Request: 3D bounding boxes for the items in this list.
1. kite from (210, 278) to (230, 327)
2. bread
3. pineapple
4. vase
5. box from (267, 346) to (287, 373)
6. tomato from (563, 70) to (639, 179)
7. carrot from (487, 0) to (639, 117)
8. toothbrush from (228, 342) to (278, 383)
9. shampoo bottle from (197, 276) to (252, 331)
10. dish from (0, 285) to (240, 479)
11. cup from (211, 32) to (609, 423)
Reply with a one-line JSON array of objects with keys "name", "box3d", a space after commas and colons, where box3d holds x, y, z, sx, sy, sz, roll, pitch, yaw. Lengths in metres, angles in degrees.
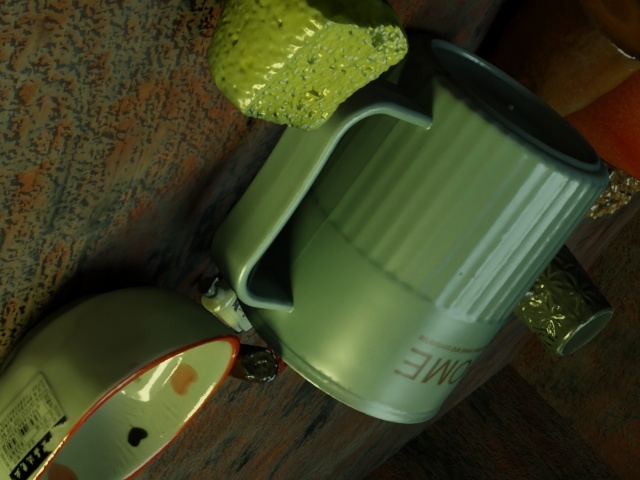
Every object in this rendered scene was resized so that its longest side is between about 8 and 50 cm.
[{"name": "kite", "box3d": [0.002, 0.003, 1.359, 0.360, 0.022, 0.204, -28, 158, -39]}, {"name": "bread", "box3d": [-0.014, -0.150, 0.799, 0.129, 0.111, 0.114, 12, 129, -49]}, {"name": "pineapple", "box3d": [0.398, -0.100, 1.836, 0.340, 0.169, 0.169, -14, 147, -47]}, {"name": "vase", "box3d": [0.272, 0.023, 1.588, 0.251, 0.301, 0.156, -7, 140, -50]}, {"name": "box", "box3d": [-0.059, 0.164, 1.595, 0.051, 0.023, 0.082, -27, 157, -47]}, {"name": "tomato", "box3d": [0.453, -0.236, 1.387, 0.341, 0.272, 0.341, -43, -149, 34]}, {"name": "carrot", "box3d": [0.256, -0.208, 1.274, 0.159, 0.159, 0.225, -26, 169, -45]}, {"name": "toothbrush", "box3d": [-0.093, 0.131, 1.231, 0.041, 0.041, 0.364, -40, -176, -12]}, {"name": "shampoo bottle", "box3d": [-0.102, 0.067, 1.234, 0.049, 0.034, 0.141, -37, 157, 5]}, {"name": "dish", "box3d": [-0.205, 0.133, 1.021, 0.256, 0.117, 0.256, -39, 162, -15]}, {"name": "cup", "box3d": [0.074, -0.033, 1.117, 0.311, 0.331, 0.257, -54, -158, 21]}]
